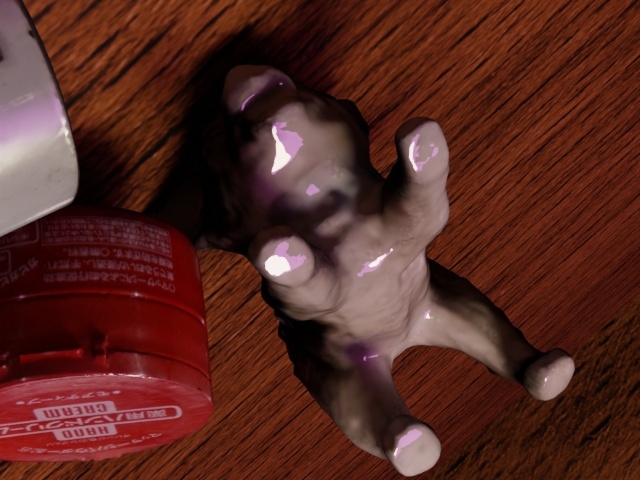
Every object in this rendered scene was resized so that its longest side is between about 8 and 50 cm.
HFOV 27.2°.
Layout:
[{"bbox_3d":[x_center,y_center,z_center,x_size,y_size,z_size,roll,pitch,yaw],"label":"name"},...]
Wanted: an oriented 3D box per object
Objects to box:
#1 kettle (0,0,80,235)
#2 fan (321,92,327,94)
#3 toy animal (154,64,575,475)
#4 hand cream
[{"bbox_3d":[-0.241,-0.043,0.575,0.236,0.161,0.221,-27,-173,-23],"label":"kettle"},{"bbox_3d":[-0.022,-0.090,1.090,0.080,0.003,0.060,-40,158,-1],"label":"fan"},{"bbox_3d":[0.000,0.000,1.022,0.194,0.303,0.344,-38,130,-11],"label":"toy animal"},{"bbox_3d":[-0.170,0.068,0.897,0.193,0.125,0.193,-5,156,-2],"label":"hand cream"}]
